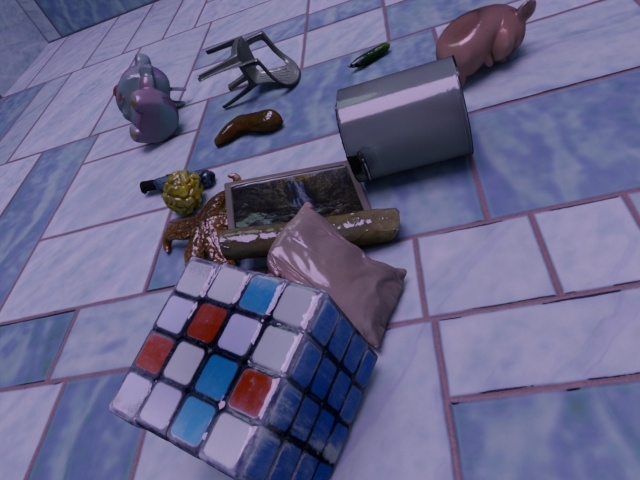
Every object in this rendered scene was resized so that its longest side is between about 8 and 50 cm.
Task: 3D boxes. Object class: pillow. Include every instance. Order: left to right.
[{"bbox_3d":[0.034,0.057,0.916,0.270,0.067,0.173,34,58,7],"label":"pillow"}]

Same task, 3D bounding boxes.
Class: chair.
[{"bbox_3d":[-0.230,-0.568,1.644,0.275,0.190,0.203,-17,45,21],"label":"chair"}]

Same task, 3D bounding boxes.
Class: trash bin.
[{"bbox_3d":[0.188,-0.265,1.108,0.262,0.217,0.277,-12,47,16],"label":"trash bin"}]

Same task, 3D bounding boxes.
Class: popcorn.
[{"bbox_3d":[-0.372,-0.128,1.341,0.116,0.120,0.106,-25,-2,-34],"label":"popcorn"}]

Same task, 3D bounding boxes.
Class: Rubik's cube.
[{"bbox_3d":[-0.098,0.207,0.753,0.253,0.259,0.256,13,65,31],"label":"Rubik's cube"}]

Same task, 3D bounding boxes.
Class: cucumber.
[{"bbox_3d":[0.151,-0.573,1.549,0.155,0.037,0.037,-31,43,-7],"label":"cucumber"}]

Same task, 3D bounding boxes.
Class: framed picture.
[{"bbox_3d":[-0.057,-0.086,1.144,0.324,0.020,0.240,-11,44,-3],"label":"framed picture"}]

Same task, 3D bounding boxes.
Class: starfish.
[{"bbox_3d":[-0.258,-0.019,1.184,0.327,0.094,0.375,4,56,26],"label":"starfish"}]

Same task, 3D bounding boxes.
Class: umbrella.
[{"bbox_3d":[-0.415,-0.171,1.430,0.250,0.052,0.053,-3,46,23],"label":"umbrella"}]

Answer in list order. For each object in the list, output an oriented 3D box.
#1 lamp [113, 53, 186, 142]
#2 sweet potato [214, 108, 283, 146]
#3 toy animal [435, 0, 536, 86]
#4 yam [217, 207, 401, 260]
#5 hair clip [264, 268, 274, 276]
[{"bbox_3d":[-0.573,-0.481,1.713,0.247,0.247,0.301,-10,44,-28],"label":"lamp"},{"bbox_3d":[-0.221,-0.348,1.501,0.233,0.062,0.081,-13,47,19],"label":"sweet potato"},{"bbox_3d":[0.416,-0.521,1.287,0.250,0.154,0.166,-31,35,-8],"label":"toy animal"},{"bbox_3d":[-0.020,-0.012,1.017,0.371,0.083,0.083,-7,45,-1],"label":"yam"},{"bbox_3d":[-0.111,0.080,1.003,0.300,0.069,0.173,-2,32,2],"label":"hair clip"}]
